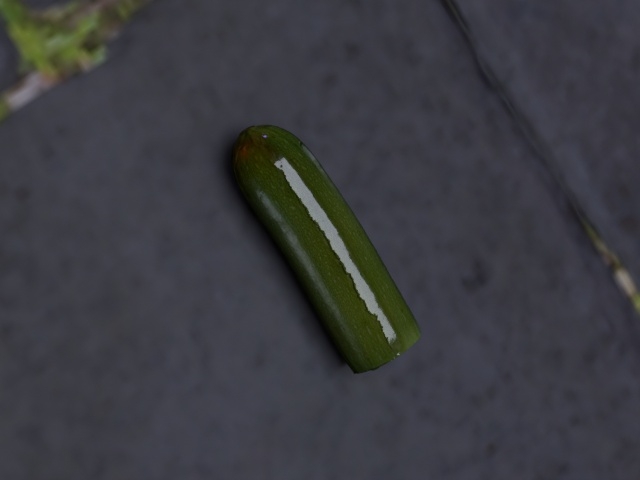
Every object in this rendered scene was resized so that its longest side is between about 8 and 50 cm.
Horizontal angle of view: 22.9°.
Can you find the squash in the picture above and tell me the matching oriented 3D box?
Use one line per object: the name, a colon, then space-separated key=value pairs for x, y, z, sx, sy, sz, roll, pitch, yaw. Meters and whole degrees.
squash: x=0.000 y=0.000 z=0.491 sx=0.027 sy=0.027 sz=0.083 roll=-35 pitch=102 yaw=-24
